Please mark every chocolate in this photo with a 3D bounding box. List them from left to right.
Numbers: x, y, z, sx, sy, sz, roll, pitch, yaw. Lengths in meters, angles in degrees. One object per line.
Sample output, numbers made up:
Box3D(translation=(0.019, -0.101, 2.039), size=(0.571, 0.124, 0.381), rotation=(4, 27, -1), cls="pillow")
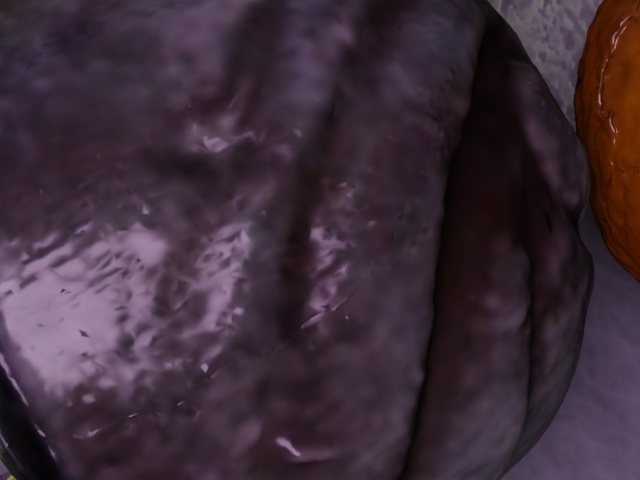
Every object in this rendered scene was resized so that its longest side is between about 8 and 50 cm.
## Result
Box3D(translation=(0.000, 0.000, 0.649), size=(0.213, 0.303, 0.303), rotation=(-28, 80, 6), cls="chocolate")

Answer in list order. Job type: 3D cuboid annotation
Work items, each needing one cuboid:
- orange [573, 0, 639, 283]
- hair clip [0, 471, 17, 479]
Box3D(translation=(0.199, -0.048, 0.664), size=(0.193, 0.161, 0.193), rotation=(-1, 88, 22), cls="orange")
Box3D(translation=(-0.153, 0.140, 0.796), size=(0.033, 0.060, 0.188), rotation=(45, 103, 19), cls="hair clip")
